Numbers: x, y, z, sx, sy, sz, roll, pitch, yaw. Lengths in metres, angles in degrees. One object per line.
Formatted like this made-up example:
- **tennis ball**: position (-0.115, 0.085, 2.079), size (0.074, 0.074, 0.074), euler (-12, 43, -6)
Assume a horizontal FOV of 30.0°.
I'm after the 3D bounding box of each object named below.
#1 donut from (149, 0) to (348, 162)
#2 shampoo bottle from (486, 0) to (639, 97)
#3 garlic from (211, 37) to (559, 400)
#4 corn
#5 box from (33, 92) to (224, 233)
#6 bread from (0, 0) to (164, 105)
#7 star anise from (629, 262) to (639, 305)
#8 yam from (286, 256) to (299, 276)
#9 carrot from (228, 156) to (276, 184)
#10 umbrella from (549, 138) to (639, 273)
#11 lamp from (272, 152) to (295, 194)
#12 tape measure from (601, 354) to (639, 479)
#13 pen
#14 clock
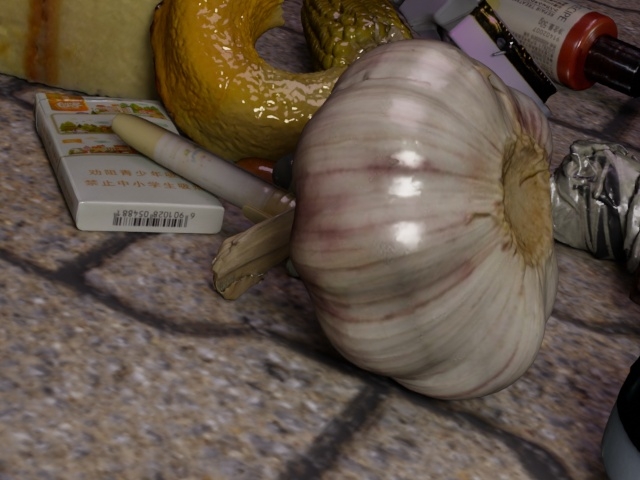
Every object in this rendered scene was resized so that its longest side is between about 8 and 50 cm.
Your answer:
- **donut**: position (-0.067, -0.156, 1.081), size (0.152, 0.101, 0.259), euler (-33, 85, -17)
- **shampoo bottle**: position (0.318, -0.267, 1.586), size (0.278, 0.104, 0.104), euler (33, 31, 34)
- **garlic**: position (0.034, -0.004, 0.838), size (0.253, 0.245, 0.245), euler (-12, 14, 27)
- **corn**: position (0.040, -0.240, 1.383), size (0.119, 0.119, 0.322), euler (8, 26, -11)
- **box**: position (-0.172, -0.071, 1.028), size (0.122, 0.032, 0.220), euler (1, 29, -23)
- **bread**: position (-0.246, -0.253, 1.196), size (0.240, 0.178, 0.135), euler (12, 27, 1)
- **star anise**: position (0.353, 0.037, 0.912), size (0.220, 0.126, 0.190), euler (20, 49, 31)
- **yam**: position (0.000, 0.000, 0.978), size (0.021, 0.021, 0.116), euler (20, 27, 13)
- **carrot**: position (-0.020, -0.044, 1.048), size (0.142, 0.035, 0.035), euler (19, 26, 5)
- **umbrella**: position (0.371, 0.003, 1.052), size (0.357, 0.113, 0.106), euler (20, 4, 13)
- **lamp**: position (0.039, -0.033, 0.975), size (0.163, 0.091, 0.091), euler (17, 25, -2)
- **tape measure**: position (0.268, 0.134, 0.737), size (0.181, 0.107, 0.182), euler (23, 27, 12)
- **pen**: position (-0.079, -0.046, 0.963), size (0.233, 0.032, 0.040), euler (27, 49, 20)
- **clock**: position (0.167, -0.238, 1.372), size (0.186, 0.083, 0.253), euler (44, 14, -25)
